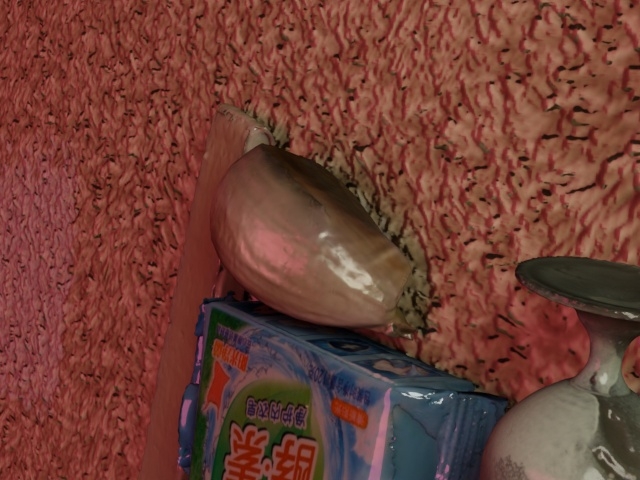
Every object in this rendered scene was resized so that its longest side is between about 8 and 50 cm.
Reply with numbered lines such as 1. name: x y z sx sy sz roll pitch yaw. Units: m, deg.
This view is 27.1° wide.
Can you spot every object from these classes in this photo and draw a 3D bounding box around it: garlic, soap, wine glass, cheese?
1. garlic: -0.015 -0.004 0.877 0.195 0.101 0.087 44 122 48
2. soap: -0.005 0.133 0.874 0.293 0.077 0.156 16 100 56
3. wine glass: 0.128 0.131 0.657 0.103 0.103 0.231 24 111 54
4. cheese: -0.100 0.091 1.058 0.085 0.034 0.400 34 115 52
